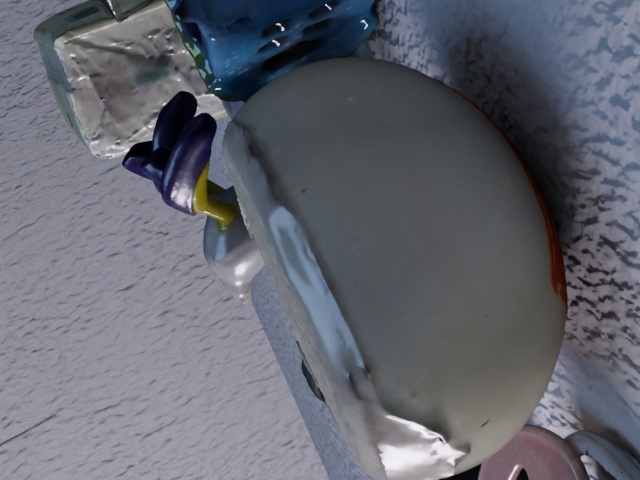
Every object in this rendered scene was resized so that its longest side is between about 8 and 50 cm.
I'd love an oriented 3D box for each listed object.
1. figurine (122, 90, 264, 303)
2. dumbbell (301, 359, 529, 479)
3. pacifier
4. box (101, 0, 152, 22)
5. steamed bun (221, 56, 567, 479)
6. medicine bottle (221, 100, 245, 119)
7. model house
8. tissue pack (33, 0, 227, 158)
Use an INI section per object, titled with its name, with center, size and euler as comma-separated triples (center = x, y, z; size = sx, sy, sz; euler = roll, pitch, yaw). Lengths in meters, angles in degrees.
[figurine]
center = -0.003, -0.006, 1.503
size = 0.154, 0.421, 0.193
euler = -119, 48, -69
[dumbbell]
center = 0.117, 0.219, 1.674
size = 0.185, 0.185, 0.388
euler = 83, 161, -58
[pacifier]
center = 0.217, 0.327, 1.346
size = 0.332, 0.273, 0.220
euler = 59, -176, 38
[box]
center = -0.194, -0.256, 1.368
size = 0.063, 0.060, 0.084
euler = 52, 170, 37
[steamed bun]
center = 0.076, 0.012, 1.249
size = 0.374, 0.241, 0.374
euler = 62, 174, 12
[medicine bottle]
center = -0.033, -0.163, 1.691
size = 0.293, 0.141, 0.141
euler = 50, 161, 55
[model house]
center = -0.071, -0.287, 1.460
size = 0.303, 0.216, 0.237
euler = 90, 154, -78
[tissue pack]
center = -0.249, -0.270, 2.135
size = 0.380, 0.297, 0.207
euler = -142, 32, -73
